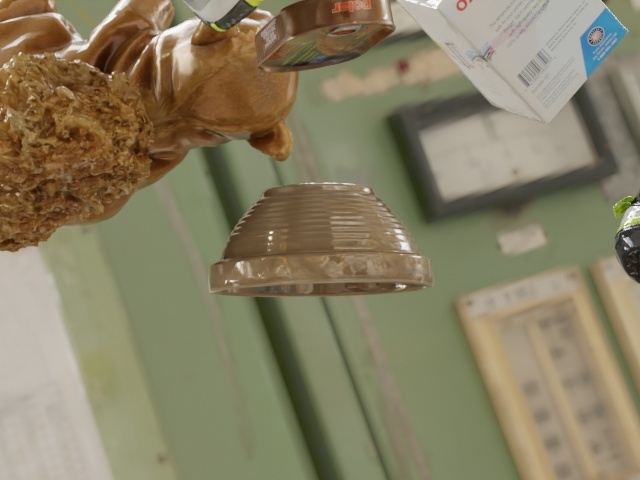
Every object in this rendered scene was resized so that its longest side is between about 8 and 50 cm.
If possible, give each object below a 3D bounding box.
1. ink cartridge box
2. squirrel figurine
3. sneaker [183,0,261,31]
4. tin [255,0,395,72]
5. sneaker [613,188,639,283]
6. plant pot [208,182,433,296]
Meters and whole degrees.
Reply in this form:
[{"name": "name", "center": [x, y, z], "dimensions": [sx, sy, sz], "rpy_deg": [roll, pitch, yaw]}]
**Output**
[{"name": "ink cartridge box", "center": [0.247, -0.303, 2.295], "dimensions": [0.171, 0.233, 0.168], "rpy_deg": [-48, 25, -4]}, {"name": "squirrel figurine", "center": [-0.214, -0.127, 1.855], "dimensions": [0.370, 0.281, 0.397], "rpy_deg": [-5, 25, 32]}, {"name": "sneaker", "center": [-0.145, -0.316, 1.587], "dimensions": [0.145, 0.147, 0.385], "rpy_deg": [-49, 30, -2]}, {"name": "tin", "center": [0.001, -0.191, 1.592], "dimensions": [0.106, 0.040, 0.190], "rpy_deg": [-12, -3, -18]}, {"name": "sneaker", "center": [0.343, -0.023, 1.369], "dimensions": [0.235, 0.097, 0.084], "rpy_deg": [-1, -41, 24]}, {"name": "plant pot", "center": [0.000, 0.000, 1.815], "dimensions": [0.237, 0.109, 0.237], "rpy_deg": [-1, -5, 0]}]
